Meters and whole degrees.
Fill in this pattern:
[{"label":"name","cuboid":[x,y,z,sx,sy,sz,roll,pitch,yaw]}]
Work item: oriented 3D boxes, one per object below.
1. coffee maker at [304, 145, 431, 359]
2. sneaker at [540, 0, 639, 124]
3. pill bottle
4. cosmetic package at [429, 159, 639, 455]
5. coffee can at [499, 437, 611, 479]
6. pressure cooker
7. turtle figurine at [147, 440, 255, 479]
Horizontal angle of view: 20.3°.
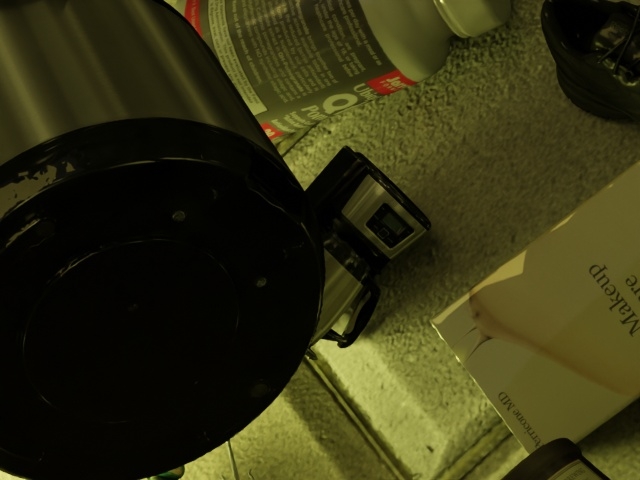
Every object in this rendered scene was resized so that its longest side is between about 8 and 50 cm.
[{"label":"coffee maker","cuboid":[0.000,0.000,1.718,0.178,0.120,0.171,-46,47,0]},{"label":"sneaker","cuboid":[0.304,-0.146,1.600,0.286,0.130,0.109,27,77,40]},{"label":"pill bottle","cuboid":[0.022,-0.223,1.801,0.318,0.176,0.176,-21,53,22]},{"label":"cosmetic package","cuboid":[0.263,0.035,1.489,0.309,0.113,0.160,-39,81,7]},{"label":"coffee can","cuboid":[0.215,0.306,1.278,0.275,0.201,0.201,41,89,21]},{"label":"pressure cooker","cuboid":[-0.222,-0.034,1.588,0.370,0.375,0.420,-50,39,16]},{"label":"turtle figurine","cuboid":[-0.143,0.265,1.659,0.175,0.118,0.234,6,59,-13]}]
